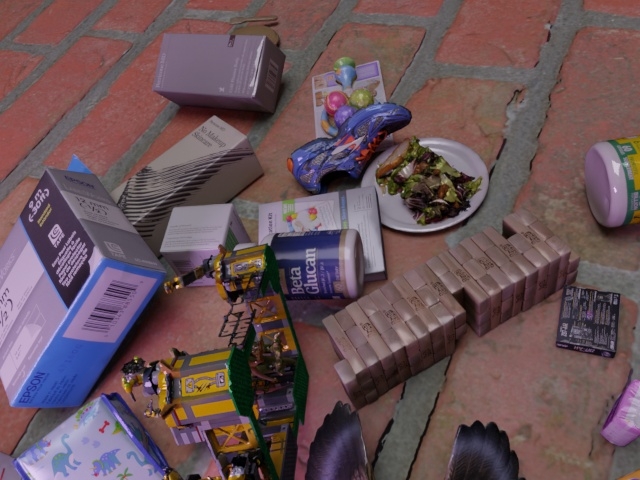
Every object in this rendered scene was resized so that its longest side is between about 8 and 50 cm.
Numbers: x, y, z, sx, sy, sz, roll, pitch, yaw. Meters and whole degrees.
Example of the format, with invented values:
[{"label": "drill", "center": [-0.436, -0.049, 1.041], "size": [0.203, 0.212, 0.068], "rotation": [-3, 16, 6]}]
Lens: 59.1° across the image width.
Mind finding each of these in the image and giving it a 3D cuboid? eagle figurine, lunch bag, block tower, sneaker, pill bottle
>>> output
[{"label": "eagle figurine", "center": [0.073, 0.316, 0.539], "size": [0.226, 0.225, 0.298], "rotation": [41, 30, -5]}, {"label": "lunch bag", "center": [-0.268, 0.284, 0.695], "size": [0.129, 0.096, 0.151], "rotation": [-39, 82, -13]}, {"label": "block tower", "center": [0.162, 0.080, 0.723], "size": [0.336, 0.091, 0.097], "rotation": [-30, 51, -7]}, {"label": "sneaker", "center": [0.056, -0.146, 0.932], "size": [0.221, 0.083, 0.087], "rotation": [-31, 72, 14]}, {"label": "pill bottle", "center": [-0.030, 0.035, 0.766], "size": [0.170, 0.094, 0.094], "rotation": [-3, 53, 13]}, {"label": "pill bottle", "center": [0.472, -0.089, 0.741], "size": [0.209, 0.117, 0.117], "rotation": [-9, 52, 10]}]

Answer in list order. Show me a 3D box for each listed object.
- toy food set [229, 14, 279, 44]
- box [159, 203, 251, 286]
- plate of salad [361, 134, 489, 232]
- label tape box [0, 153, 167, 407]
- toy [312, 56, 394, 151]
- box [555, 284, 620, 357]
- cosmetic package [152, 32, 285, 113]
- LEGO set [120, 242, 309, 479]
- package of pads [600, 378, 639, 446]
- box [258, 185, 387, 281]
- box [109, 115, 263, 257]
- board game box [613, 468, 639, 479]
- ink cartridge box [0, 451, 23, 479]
[{"label": "toy food set", "center": [-0.156, -0.433, 1.248], "size": [0.133, 0.038, 0.192], "rotation": [-1, 48, 7]}, {"label": "box", "center": [-0.173, 0.009, 0.869], "size": [0.102, 0.101, 0.087], "rotation": [-4, 53, 12]}, {"label": "plate of salad", "center": [0.160, -0.098, 0.886], "size": [0.200, 0.048, 0.199], "rotation": [-8, 52, 10]}, {"label": "label tape box", "center": [-0.404, 0.036, 0.847], "size": [0.348, 0.115, 0.249], "rotation": [42, 103, 34]}, {"label": "toy", "center": [0.050, -0.254, 1.032], "size": [0.137, 0.056, 0.237], "rotation": [-11, 51, 10]}, {"label": "box", "center": [0.333, 0.099, 0.703], "size": [0.067, 0.018, 0.083], "rotation": [8, 57, 22]}, {"label": "cosmetic package", "center": [-0.200, -0.329, 1.111], "size": [0.238, 0.107, 0.127], "rotation": [8, 87, 20]}, {"label": "LEGO set", "center": [-0.137, 0.161, 0.624], "size": [0.192, 0.254, 0.331], "rotation": [-12, 31, 8]}, {"label": "package of pads", "center": [0.327, 0.185, 0.598], "size": [0.032, 0.083, 0.050], "rotation": [29, 70, 27]}, {"label": "box", "center": [0.000, 0.000, 0.851], "size": [0.186, 0.038, 0.145], "rotation": [-9, 62, 11]}, {"label": "box", "center": [-0.242, -0.086, 0.966], "size": [0.275, 0.094, 0.113], "rotation": [-43, 53, -16]}, {"label": "board game box", "center": [0.335, 0.231, 0.534], "size": [0.260, 0.124, 0.039], "rotation": [-21, 50, 0]}, {"label": "ink cartridge box", "center": [-0.509, 0.364, 0.687], "size": [0.354, 0.119, 0.207], "rotation": [-9, 52, 10]}]
